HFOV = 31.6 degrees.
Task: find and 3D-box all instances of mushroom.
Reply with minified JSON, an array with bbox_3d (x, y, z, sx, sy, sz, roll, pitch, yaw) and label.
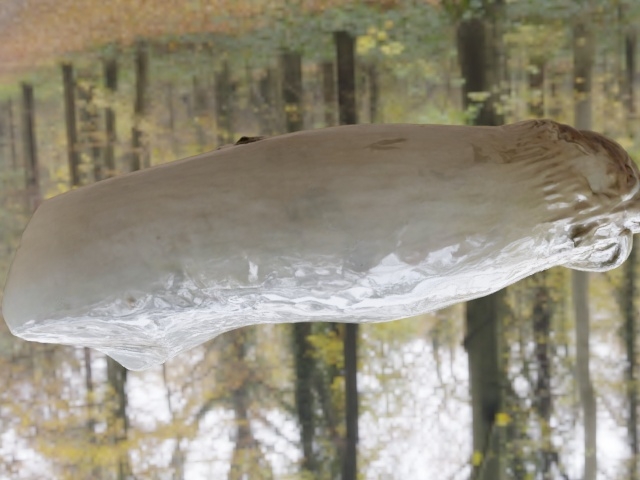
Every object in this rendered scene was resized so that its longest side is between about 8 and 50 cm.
[{"bbox_3d":[0.001,0.000,0.723,0.397,0.126,0.177,-12,155,21],"label":"mushroom"}]
